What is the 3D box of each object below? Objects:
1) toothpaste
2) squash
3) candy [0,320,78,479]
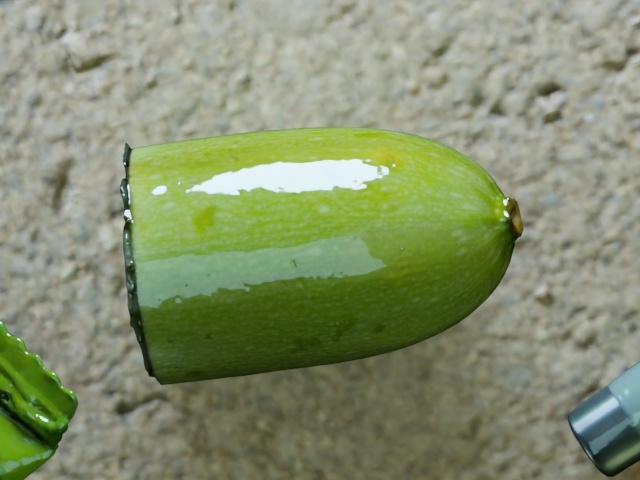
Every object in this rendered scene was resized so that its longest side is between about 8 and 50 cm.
[{"bbox_3d":[0.226,0.034,0.682,0.239,0.039,0.062,-35,89,7],"label":"toothpaste"},{"bbox_3d":[0.000,0.000,0.665,0.186,0.123,0.123,-9,96,5],"label":"squash"},{"bbox_3d":[-0.225,0.134,0.731,0.149,0.069,0.246,34,104,7],"label":"candy"}]
